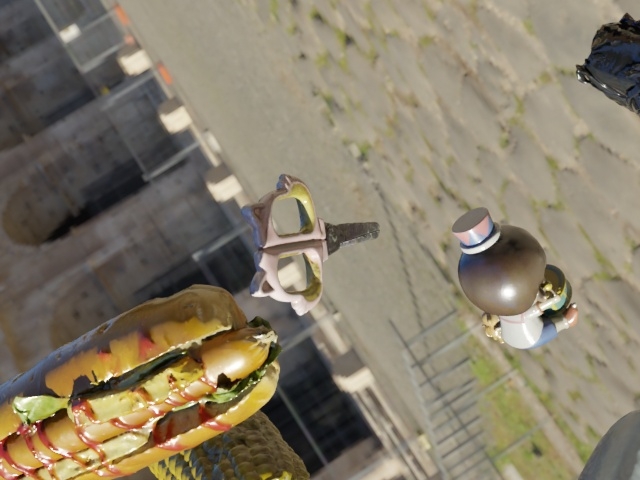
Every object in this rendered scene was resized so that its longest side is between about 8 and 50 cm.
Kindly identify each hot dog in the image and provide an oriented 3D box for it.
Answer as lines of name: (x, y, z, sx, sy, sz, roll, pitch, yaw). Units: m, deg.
hot dog: (-0.131, 0.107, 0.701, 0.104, 0.250, 0.076, 56, -153, -20)

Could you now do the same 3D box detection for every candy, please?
candy: (0.230, 0.236, 0.875, 0.071, 0.174, 0.138, 16, 135, 25)

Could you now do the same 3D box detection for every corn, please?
corn: (-0.118, 0.182, 1.032, 0.363, 0.120, 0.120, 35, 158, 54)

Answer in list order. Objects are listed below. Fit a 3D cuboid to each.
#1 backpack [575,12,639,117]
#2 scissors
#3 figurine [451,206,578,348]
backpack: (0.378, -0.187, 1.204, 0.165, 0.106, 0.120, 7, -159, -44)
scissors: (0.000, 0.000, 1.272, 0.317, 0.024, 0.160, -8, -89, -62)
figurine: (0.310, 0.059, 1.760, 0.161, 0.158, 0.275, 8, 151, 38)
